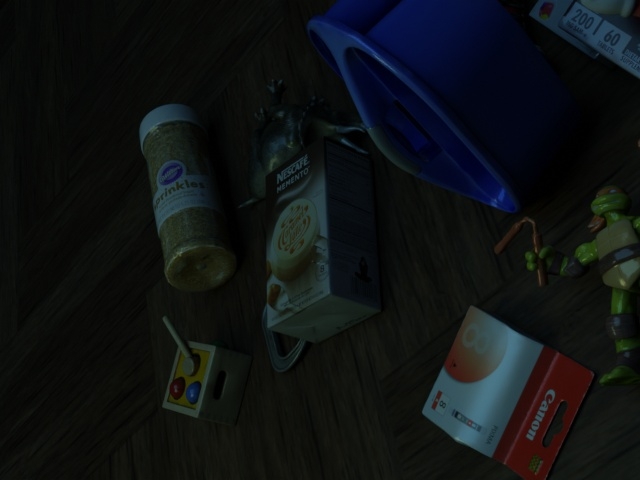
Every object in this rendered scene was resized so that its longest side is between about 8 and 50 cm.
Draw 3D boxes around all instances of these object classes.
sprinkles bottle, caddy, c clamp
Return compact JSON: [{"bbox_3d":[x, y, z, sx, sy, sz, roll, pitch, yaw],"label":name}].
[{"bbox_3d":[-0.229,-0.079,1.817,0.121,0.121,0.355,-47,42,29],"label":"sprinkles bottle"},{"bbox_3d":[0.131,-0.164,1.211,0.179,0.341,0.241,-51,36,-3],"label":"caddy"},{"bbox_3d":[-0.044,0.108,1.563,0.137,0.022,0.160,-43,42,32],"label":"c clamp"}]

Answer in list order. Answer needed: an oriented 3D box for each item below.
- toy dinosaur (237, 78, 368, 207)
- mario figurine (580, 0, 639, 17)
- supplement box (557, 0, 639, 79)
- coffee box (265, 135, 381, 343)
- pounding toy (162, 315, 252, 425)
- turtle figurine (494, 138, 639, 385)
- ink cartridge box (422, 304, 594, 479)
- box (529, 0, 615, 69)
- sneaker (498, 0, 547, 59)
[{"bbox_3d":[-0.064,-0.139,1.628,0.313,0.121,0.160,-38,32,31],"label":"toy dinosaur"},{"bbox_3d":[0.358,-0.233,0.978,0.198,0.170,0.320,-25,81,8],"label":"mario figurine"},{"bbox_3d":[0.376,-0.290,1.116,0.130,0.073,0.239,41,109,28],"label":"supplement box"},{"bbox_3d":[0.000,0.000,1.489,0.141,0.098,0.246,-31,50,41],"label":"coffee box"},{"bbox_3d":[-0.188,0.199,1.642,0.130,0.100,0.141,2,75,53],"label":"pounding toy"},{"bbox_3d":[0.303,0.033,1.079,0.270,0.087,0.217,-27,60,40],"label":"turtle figurine"},{"bbox_3d":[0.202,0.171,1.184,0.179,0.045,0.145,33,101,57],"label":"ink cartridge box"},{"bbox_3d":[0.343,-0.310,1.236,0.186,0.038,0.145,-57,37,16],"label":"box"},{"bbox_3d":[0.218,-0.280,1.345,0.092,0.088,0.225,-55,38,18],"label":"sneaker"}]
